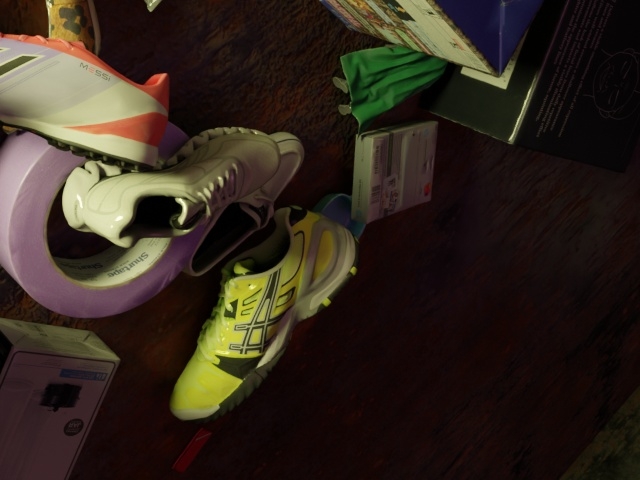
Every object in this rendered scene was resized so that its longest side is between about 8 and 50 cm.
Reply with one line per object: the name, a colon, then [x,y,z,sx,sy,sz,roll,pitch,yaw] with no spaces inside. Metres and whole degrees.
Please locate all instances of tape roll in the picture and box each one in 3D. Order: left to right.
tape roll: [-0.278,-0.042,1.101,0.275,0.090,0.274,-22,127,-33]

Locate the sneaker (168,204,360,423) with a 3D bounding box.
sneaker: [-0.114,0.105,1.318,0.147,0.145,0.384,38,90,-32]

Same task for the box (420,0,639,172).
box: [0.412,-0.306,1.513,0.395,0.212,0.293,6,108,-45]

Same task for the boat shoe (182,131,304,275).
boat shoe: [-0.111,-0.051,1.255,0.267,0.088,0.096,-40,135,-19]

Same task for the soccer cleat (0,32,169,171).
soccer cleat: [-0.304,-0.167,0.895,0.318,0.109,0.116,18,87,-33]

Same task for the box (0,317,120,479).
box: [-0.405,0.257,1.156,0.169,0.087,0.290,19,100,-47]

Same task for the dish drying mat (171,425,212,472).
dish drying mat: [-0.214,0.350,1.454,0.083,0.008,0.032,-54,139,-5]

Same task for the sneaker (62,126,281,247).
sneaker: [-0.156,-0.059,1.056,0.292,0.118,0.110,-23,126,-35]

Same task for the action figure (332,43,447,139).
action figure: [0.128,-0.268,1.374,0.232,0.063,0.137,-29,129,-24]

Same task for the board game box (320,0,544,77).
board game box: [0.108,-0.359,1.130,0.232,0.291,0.141,30,90,-49]

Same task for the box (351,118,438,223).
box: [0.125,-0.119,1.450,0.186,0.038,0.145,-20,121,-45]

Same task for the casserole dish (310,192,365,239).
casserole dish: [0.000,0.000,1.431,0.188,0.037,0.114,-52,138,-6]

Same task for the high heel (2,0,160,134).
high heel: [-0.318,-0.259,0.967,0.261,0.093,0.186,-45,114,6]
